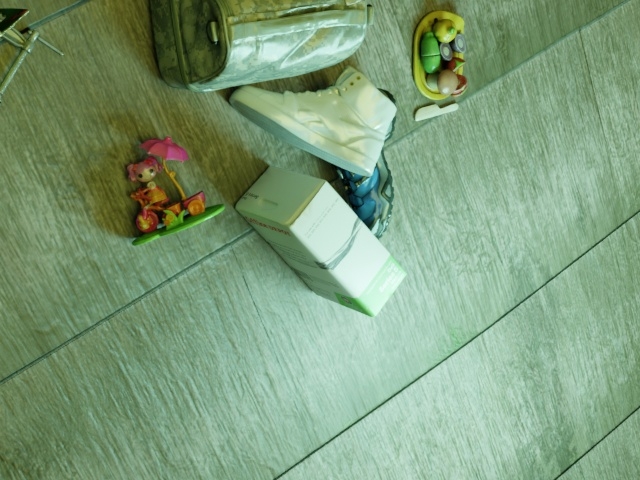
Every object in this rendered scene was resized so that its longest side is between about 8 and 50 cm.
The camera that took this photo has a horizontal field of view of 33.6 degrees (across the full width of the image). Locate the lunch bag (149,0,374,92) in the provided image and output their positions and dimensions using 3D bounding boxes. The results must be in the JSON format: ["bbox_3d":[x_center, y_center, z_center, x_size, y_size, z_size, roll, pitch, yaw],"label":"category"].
[{"bbox_3d":[-0.098,-0.364,1.770,0.305,0.256,0.212,-14,109,-31],"label":"lunch bag"}]

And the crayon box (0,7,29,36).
[{"bbox_3d":[-0.586,-0.265,1.497,0.318,0.202,0.081,-43,121,-20],"label":"crayon box"}]

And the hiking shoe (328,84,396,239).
[{"bbox_3d":[0.064,-0.143,2.037,0.132,0.113,0.304,-1,93,-23],"label":"hiking shoe"}]

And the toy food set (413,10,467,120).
[{"bbox_3d":[0.256,-0.350,2.126,0.128,0.071,0.217,-10,107,-32],"label":"toy food set"}]

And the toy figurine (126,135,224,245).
[{"bbox_3d":[-0.275,-0.095,1.823,0.173,0.130,0.159,-23,101,-2],"label":"toy figurine"}]

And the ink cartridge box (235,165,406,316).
[{"bbox_3d":[0.000,0.000,1.956,0.114,0.198,0.273,-51,124,-14],"label":"ink cartridge box"}]

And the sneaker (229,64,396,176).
[{"bbox_3d":[-0.007,-0.252,1.921,0.293,0.108,0.169,25,84,-13],"label":"sneaker"}]

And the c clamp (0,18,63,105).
[{"bbox_3d":[-0.500,-0.275,1.661,0.137,0.022,0.160,40,77,-34],"label":"c clamp"}]
